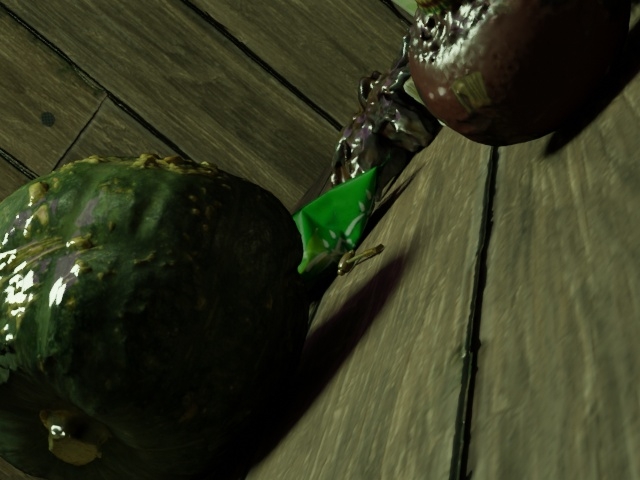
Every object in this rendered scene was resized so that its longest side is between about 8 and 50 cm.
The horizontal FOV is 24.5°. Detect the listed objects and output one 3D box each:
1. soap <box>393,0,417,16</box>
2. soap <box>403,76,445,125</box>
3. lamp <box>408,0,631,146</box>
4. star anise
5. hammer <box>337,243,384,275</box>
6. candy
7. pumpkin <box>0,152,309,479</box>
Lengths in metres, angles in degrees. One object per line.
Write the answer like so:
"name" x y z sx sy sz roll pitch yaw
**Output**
"soap" 0.179 -0.315 1.579 0.199 0.182 0.138 -49 5 33
"soap" 0.186 -0.219 1.424 0.232 0.073 0.140 -50 8 -3
"lamp" 0.115 -0.142 0.930 0.156 0.135 0.157 23 89 63
"star anise" 0.084 -0.151 1.758 0.236 0.109 0.223 -54 1 -19
"hammer" 0.038 0.015 1.390 0.029 0.014 0.123 -61 7 -13
"candy" -0.003 -0.003 1.572 0.203 0.078 0.141 -47 3 -15
"pumpkin" -0.161 0.066 1.200 0.328 0.291 0.257 118 171 -56
